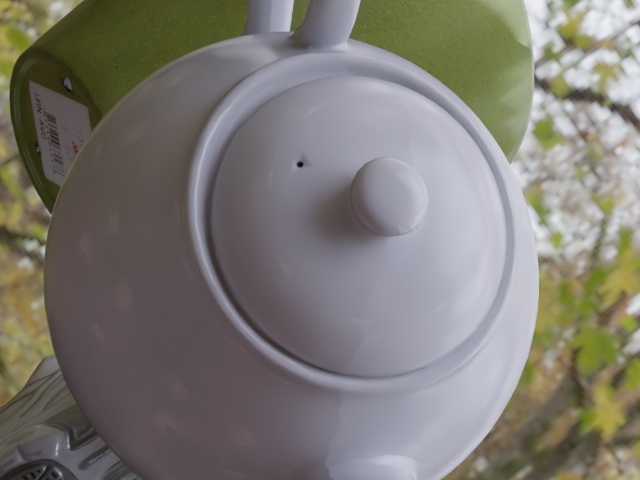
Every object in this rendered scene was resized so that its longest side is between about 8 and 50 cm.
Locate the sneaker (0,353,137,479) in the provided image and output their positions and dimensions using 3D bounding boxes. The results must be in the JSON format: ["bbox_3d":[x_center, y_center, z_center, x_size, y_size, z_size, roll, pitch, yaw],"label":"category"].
[{"bbox_3d":[-0.107,0.083,0.974,0.115,0.232,0.090,-115,180,-61],"label":"sneaker"}]

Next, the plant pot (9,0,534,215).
[{"bbox_3d":[-0.053,-0.107,1.185,0.274,0.293,0.275,34,-44,40],"label":"plant pot"}]

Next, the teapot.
[{"bbox_3d":[0.000,0.000,0.782,0.256,0.252,0.187,42,-26,-1],"label":"teapot"}]

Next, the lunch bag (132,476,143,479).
[{"bbox_3d":[-0.103,0.307,1.286,0.287,0.235,0.169,39,-19,4],"label":"lunch bag"}]
